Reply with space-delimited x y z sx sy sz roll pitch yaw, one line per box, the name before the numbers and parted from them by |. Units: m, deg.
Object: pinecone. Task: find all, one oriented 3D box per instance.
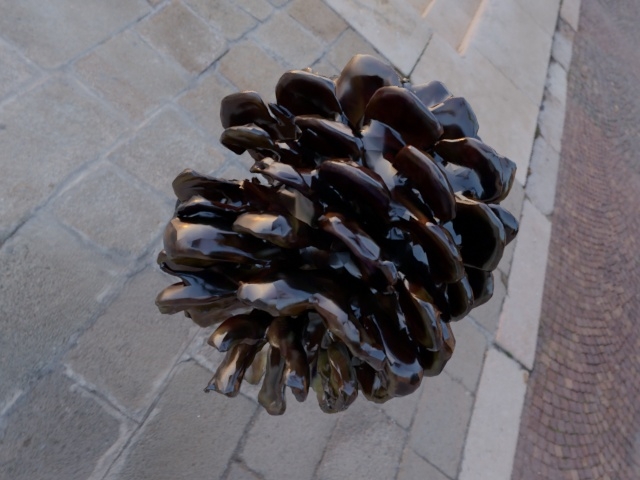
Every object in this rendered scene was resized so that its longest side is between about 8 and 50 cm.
pinecone | -0.004 0.000 0.413 0.242 0.298 0.296 52 55 -49
